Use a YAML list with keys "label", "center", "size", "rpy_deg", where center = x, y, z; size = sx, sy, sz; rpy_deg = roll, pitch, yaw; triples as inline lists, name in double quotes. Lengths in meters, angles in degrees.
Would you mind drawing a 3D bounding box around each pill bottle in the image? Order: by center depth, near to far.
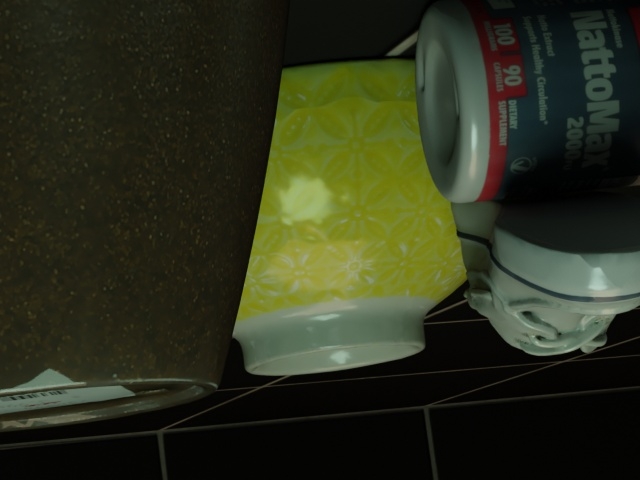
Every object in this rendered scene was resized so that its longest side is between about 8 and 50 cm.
- label: "pill bottle"
  center: [0.148, -0.081, 0.971]
  size: [0.180, 0.108, 0.108]
  rpy_deg: [-6, 169, -10]

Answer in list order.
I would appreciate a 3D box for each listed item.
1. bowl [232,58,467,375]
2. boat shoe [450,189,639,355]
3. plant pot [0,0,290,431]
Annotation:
- label: "bowl"
  center: [0.000, 0.000, 1.169]
  size: [0.290, 0.156, 0.289]
  rpy_deg: [-7, 169, -1]
- label: "boat shoe"
  center: [0.128, 0.020, 0.970]
  size: [0.095, 0.084, 0.258]
  rpy_deg: [-5, -173, -2]
- label: "plant pot"
  center: [-0.099, -0.060, 0.573]
  size: [0.215, 0.230, 0.215]
  rpy_deg: [-7, 169, -1]
